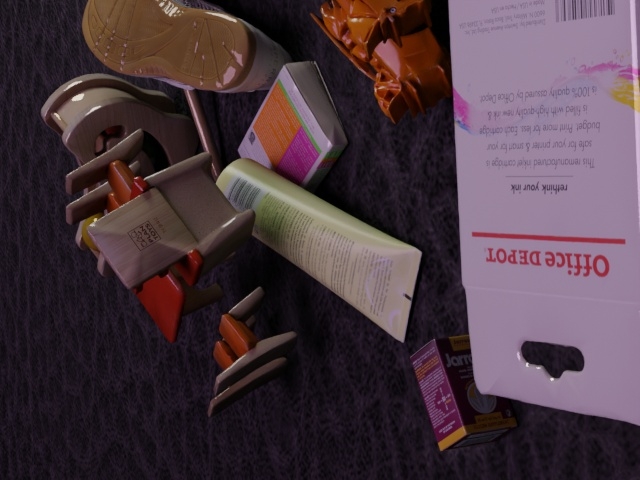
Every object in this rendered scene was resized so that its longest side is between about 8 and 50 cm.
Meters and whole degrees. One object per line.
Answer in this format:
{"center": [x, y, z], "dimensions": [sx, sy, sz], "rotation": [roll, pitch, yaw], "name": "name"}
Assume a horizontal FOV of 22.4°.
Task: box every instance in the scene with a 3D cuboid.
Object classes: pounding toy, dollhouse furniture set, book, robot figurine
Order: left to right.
{"center": [-0.201, -0.079, 1.713], "dimensions": [0.155, 0.154, 0.269], "rotation": [45, 133, 48], "name": "pounding toy"}
{"center": [-0.151, 0.026, 1.530], "dimensions": [0.262, 0.135, 0.259], "rotation": [52, 160, 13], "name": "dollhouse furniture set"}
{"center": [-0.028, -0.089, 1.536], "dimensions": [0.144, 0.035, 0.096], "rotation": [-53, 55, 50], "name": "book"}
{"center": [0.001, -0.239, 1.321], "dimensions": [0.291, 0.085, 0.211], "rotation": [52, 175, 30], "name": "robot figurine"}

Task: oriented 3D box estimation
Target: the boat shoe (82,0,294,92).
{"center": [-0.134, -0.195, 1.611], "dimensions": [0.277, 0.096, 0.098], "rotation": [28, 100, 43], "name": "boat shoe"}

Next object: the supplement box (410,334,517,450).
{"center": [0.115, 0.122, 1.302], "dimensions": [0.043, 0.055, 0.083], "rotation": [-45, 58, 52], "name": "supplement box"}

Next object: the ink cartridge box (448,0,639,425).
{"center": [0.191, -0.068, 1.070], "dimensions": [0.207, 0.119, 0.353], "rotation": [5, 99, 61], "name": "ink cartridge box"}

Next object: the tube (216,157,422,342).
{"center": [0.000, 0.000, 1.469], "dimensions": [0.240, 0.062, 0.070], "rotation": [32, 166, 38], "name": "tube"}
